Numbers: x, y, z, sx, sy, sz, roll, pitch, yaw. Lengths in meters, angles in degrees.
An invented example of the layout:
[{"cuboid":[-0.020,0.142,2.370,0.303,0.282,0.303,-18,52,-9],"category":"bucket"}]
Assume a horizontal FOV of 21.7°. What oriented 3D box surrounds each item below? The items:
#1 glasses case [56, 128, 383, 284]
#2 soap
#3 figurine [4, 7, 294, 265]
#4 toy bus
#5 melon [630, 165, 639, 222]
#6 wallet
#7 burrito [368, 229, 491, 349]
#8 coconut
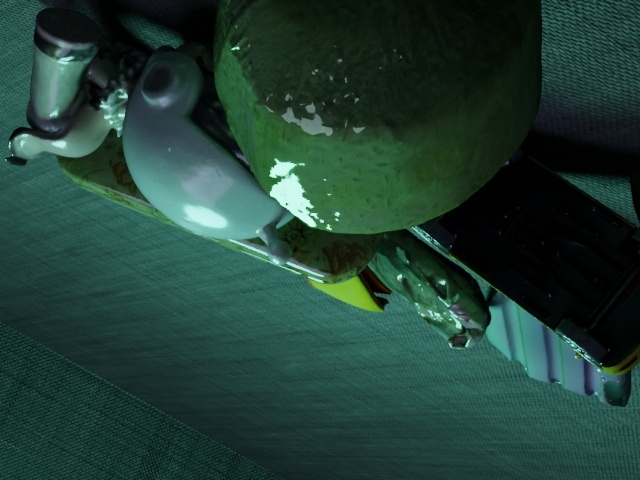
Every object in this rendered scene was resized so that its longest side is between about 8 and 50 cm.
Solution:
[{"cuboid":[-0.121,-0.078,2.059,0.425,0.156,0.098,22,169,7],"category":"glasses case"},{"cuboid":[0.302,0.085,2.061,0.193,0.109,0.324,18,161,18],"category":"soap"},{"cuboid":[-0.158,-0.127,1.901,0.361,0.211,0.253,19,-167,16],"category":"figurine"},{"cuboid":[0.246,0.014,1.755,0.331,0.145,0.151,38,178,35],"category":"toy bus"},{"cuboid":[0.392,-0.007,1.748,0.160,0.079,0.128,18,159,18],"category":"melon"},{"cuboid":[0.000,0.000,2.285,0.141,0.067,0.241,16,156,37],"category":"wallet"},{"cuboid":[0.108,0.031,2.079,0.309,0.066,0.096,41,148,47],"category":"burrito"},{"cuboid":[0.049,-0.161,1.416,0.281,0.328,0.328,3,158,6],"category":"coconut"}]
